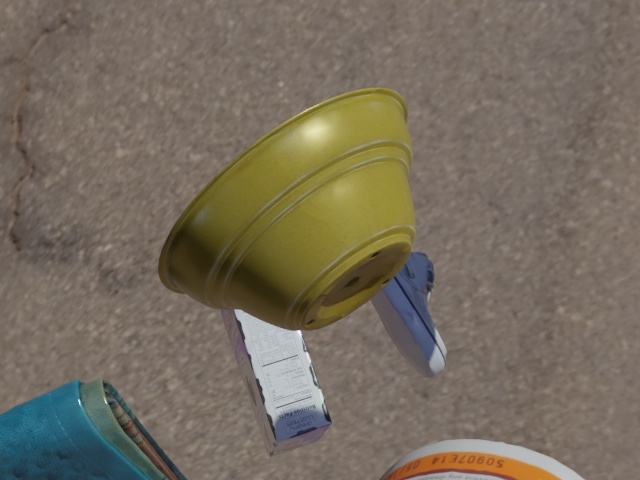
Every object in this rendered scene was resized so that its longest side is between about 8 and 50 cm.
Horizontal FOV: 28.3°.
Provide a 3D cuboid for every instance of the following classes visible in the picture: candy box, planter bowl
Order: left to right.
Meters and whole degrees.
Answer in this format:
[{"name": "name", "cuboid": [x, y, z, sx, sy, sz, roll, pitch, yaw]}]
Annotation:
[{"name": "candy box", "cuboid": [-0.055, 0.146, 1.497, 0.070, 0.165, 0.196, -17, 77, -10]}, {"name": "planter bowl", "cuboid": [0.000, 0.000, 0.894, 0.217, 0.217, 0.090, -25, 67, -31]}]

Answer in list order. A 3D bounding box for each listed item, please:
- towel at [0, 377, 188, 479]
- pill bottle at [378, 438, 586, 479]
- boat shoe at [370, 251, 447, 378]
[{"name": "towel", "cuboid": [-0.251, 0.231, 0.860, 0.370, 0.271, 0.040, -21, 45, 8]}, {"name": "pill bottle", "cuboid": [0.073, 0.331, 0.847, 0.224, 0.224, 0.392, 46, 35, -5]}, {"name": "boat shoe", "cuboid": [0.103, 0.049, 1.630, 0.088, 0.096, 0.267, -24, 62, -13]}]
